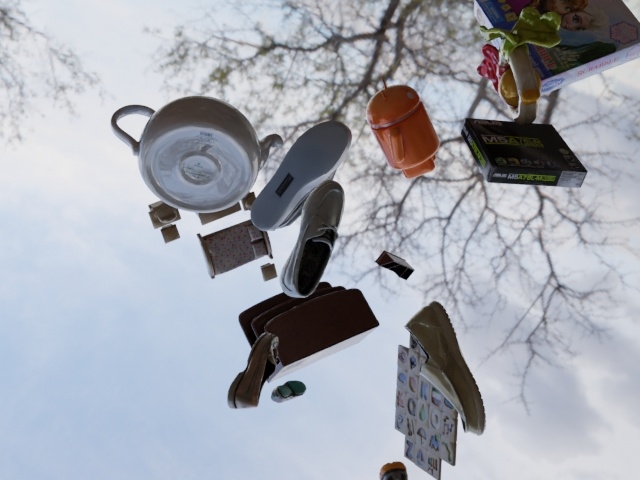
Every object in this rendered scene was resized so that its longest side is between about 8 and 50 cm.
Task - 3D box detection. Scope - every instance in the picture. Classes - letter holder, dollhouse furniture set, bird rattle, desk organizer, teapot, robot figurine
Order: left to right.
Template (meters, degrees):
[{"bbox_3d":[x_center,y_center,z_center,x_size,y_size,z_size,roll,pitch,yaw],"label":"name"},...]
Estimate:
[{"bbox_3d":[-0.240,-0.192,1.446,0.256,0.253,0.187,52,-159,-37],"label":"teapot"},{"bbox_3d":[-0.279,0.030,2.059,0.303,0.355,0.174,-22,-152,-15],"label":"dollhouse furniture set"},{"bbox_3d":[-0.038,0.208,1.949,0.302,0.152,0.214,-19,-108,-29],"label":"letter holder"},{"bbox_3d":[0.222,0.075,2.172,0.130,0.047,0.050,23,-161,-51],"label":"desk organizer"},{"bbox_3d":[0.178,-0.242,1.585,0.158,0.219,0.128,-41,-153,-24],"label":"robot figurine"},{"bbox_3d":[0.365,-0.319,1.407,0.143,0.253,0.206,-9,-105,-3],"label":"bird rattle"}]

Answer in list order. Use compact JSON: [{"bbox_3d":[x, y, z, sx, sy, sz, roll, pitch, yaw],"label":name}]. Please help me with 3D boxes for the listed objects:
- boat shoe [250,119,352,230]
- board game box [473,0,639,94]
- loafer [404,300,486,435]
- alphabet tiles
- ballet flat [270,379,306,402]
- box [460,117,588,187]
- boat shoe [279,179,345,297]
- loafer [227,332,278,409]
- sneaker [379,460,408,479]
[{"bbox_3d":[-0.027,-0.135,1.617,0.113,0.306,0.105,46,-158,23],"label":"boat shoe"},{"bbox_3d":[0.597,-0.538,1.836,0.318,0.066,0.318,-22,-118,-2],"label":"board game box"},{"bbox_3d":[0.239,0.253,1.415,0.092,0.102,0.268,-21,-102,2],"label":"loafer"},{"bbox_3d":[0.260,0.399,1.818,0.011,0.342,0.285,1,-177,-23],"label":"alphabet tiles"},{"bbox_3d":[-0.071,0.317,1.532,0.041,0.041,0.114,41,-165,22],"label":"ballet flat"},{"bbox_3d":[0.386,-0.170,1.408,0.191,0.045,0.184,3,-141,-10],"label":"box"},{"bbox_3d":[-0.001,0.000,1.325,0.079,0.227,0.081,24,176,-27],"label":"boat shoe"},{"bbox_3d":[-0.072,0.162,0.899,0.039,0.045,0.125,6,-146,19],"label":"loafer"},{"bbox_3d":[0.171,0.600,1.645,0.084,0.214,0.083,-13,-151,-4],"label":"sneaker"}]
